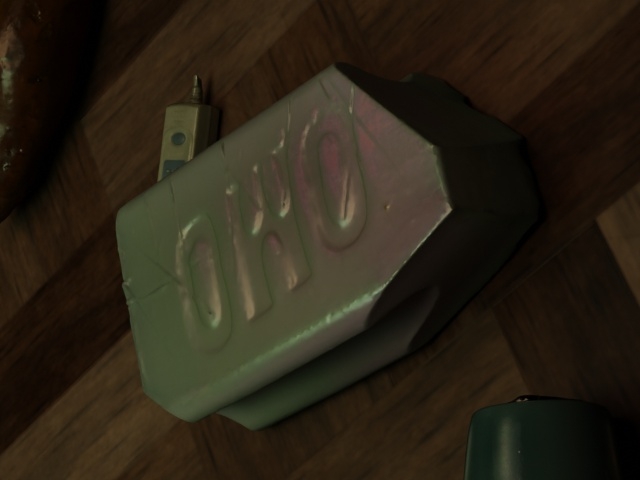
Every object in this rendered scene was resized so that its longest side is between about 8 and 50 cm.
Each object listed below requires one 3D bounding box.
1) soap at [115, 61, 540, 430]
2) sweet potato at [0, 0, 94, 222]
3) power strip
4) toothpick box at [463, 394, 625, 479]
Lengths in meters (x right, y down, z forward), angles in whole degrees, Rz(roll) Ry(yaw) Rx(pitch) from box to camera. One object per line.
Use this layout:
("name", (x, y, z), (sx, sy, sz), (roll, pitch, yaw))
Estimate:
("soap", (0.000, 0.000, 1.473), (0.347, 0.115, 0.208), (-30, 63, 38))
("sweet potato", (-0.277, -0.179, 1.796), (0.112, 0.112, 0.359), (13, 89, 46))
("power strip", (-0.119, -0.051, 1.664), (0.048, 0.030, 0.191), (3, 86, 45))
("toothpick box", (0.152, 0.199, 1.281), (0.120, 0.120, 0.184), (-16, 68, 43))
